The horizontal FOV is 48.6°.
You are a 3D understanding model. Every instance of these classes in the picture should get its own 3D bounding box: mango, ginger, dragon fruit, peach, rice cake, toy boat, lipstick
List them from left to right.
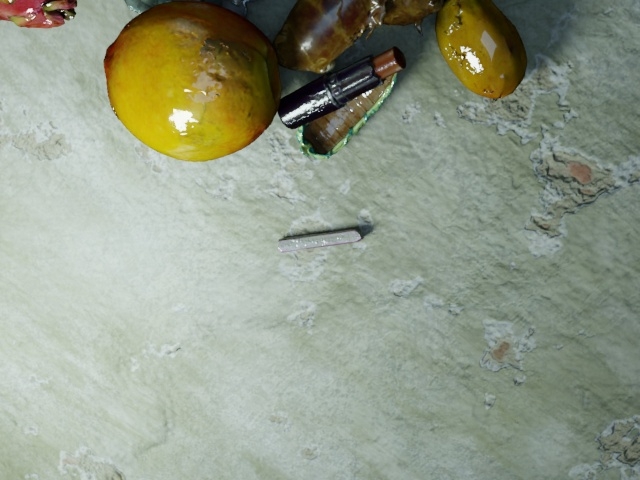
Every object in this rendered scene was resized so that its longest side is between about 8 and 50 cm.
[{"bbox_3d":[-0.634,-0.576,1.430,0.250,0.250,0.315,-21,90,10],"label":"dragon fruit"},{"bbox_3d":[-0.263,-0.316,1.450,0.372,0.373,0.290,3,79,2],"label":"peach"},{"bbox_3d":[0.000,0.000,1.680,0.206,0.047,0.036,-7,102,5],"label":"rice cake"},{"bbox_3d":[0.040,-0.316,1.469,0.299,0.081,0.081,-19,108,31],"label":"lipstick"},{"bbox_3d":[0.069,-0.295,1.554,0.293,0.099,0.108,-41,102,22],"label":"toy boat"},{"bbox_3d":[0.090,-0.480,1.448,0.418,0.176,0.254,-44,97,10],"label":"ginger"},{"bbox_3d":[0.340,-0.414,1.483,0.156,0.151,0.249,-35,99,-19],"label":"mango"}]

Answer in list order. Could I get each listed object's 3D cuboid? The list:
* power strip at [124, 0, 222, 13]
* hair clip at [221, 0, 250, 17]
[{"bbox_3d":[-0.310,-0.512,1.468,0.213,0.065,0.198,23,142,-6],"label":"power strip"},{"bbox_3d":[-0.244,-0.568,1.492,0.257,0.075,0.146,29,110,-14],"label":"hair clip"}]
